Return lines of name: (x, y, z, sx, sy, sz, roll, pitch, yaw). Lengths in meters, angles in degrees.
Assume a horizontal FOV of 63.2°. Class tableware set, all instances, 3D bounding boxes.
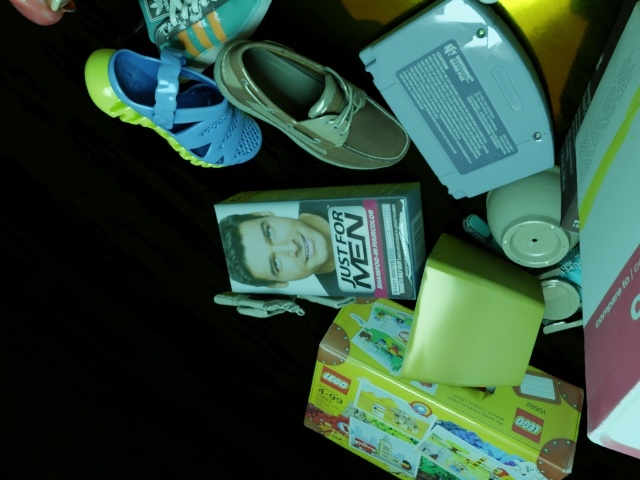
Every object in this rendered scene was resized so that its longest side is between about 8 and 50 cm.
tableware set: (0.381, 0.120, 0.971, 0.194, 0.039, 0.128, -24, 107, 33)

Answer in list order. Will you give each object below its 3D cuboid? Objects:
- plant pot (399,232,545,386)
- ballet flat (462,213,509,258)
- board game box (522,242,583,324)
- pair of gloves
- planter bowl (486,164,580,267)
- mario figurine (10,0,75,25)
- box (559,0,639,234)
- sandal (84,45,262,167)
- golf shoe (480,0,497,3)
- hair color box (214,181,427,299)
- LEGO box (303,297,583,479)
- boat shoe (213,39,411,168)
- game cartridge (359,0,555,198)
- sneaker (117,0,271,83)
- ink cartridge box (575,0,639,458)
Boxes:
plant pot: (0.264, 0.128, 0.885, 0.187, 0.212, 0.212, 15, 107, 17)
ballet flat: (0.299, -0.007, 0.932, 0.114, 0.041, 0.041, 37, 135, -11)
board game box: (0.449, 0.079, 0.947, 0.126, 0.026, 0.186, 39, 135, -13)
pair of gloves: (-0.070, 0.111, 1.078, 0.204, 0.240, 0.042, 10, 102, 48)
planter bowl: (0.346, -0.026, 0.834, 0.162, 0.109, 0.162, 12, 135, 13)
mario figurine: (-0.342, -0.442, 0.753, 0.320, 0.198, 0.170, -31, 143, 31)
box: (0.404, -0.190, 0.593, 0.143, 0.191, 0.382, 15, 135, 11)
sandal: (-0.194, -0.204, 0.819, 0.138, 0.126, 0.317, -6, 167, 33)
golf shoe: (0.238, -0.345, 0.592, 0.069, 0.086, 0.176, 31, 134, -11)
hair color box: (0.000, 0.000, 0.976, 0.374, 0.113, 0.186, 0, 109, 25)
LEGO box: (0.238, 0.373, 1.151, 0.500, 0.193, 0.373, 24, 137, 15)
boat shoe: (0.001, -0.192, 0.767, 0.324, 0.123, 0.116, 19, 180, -21)
game cartridge: (0.216, -0.204, 0.766, 0.196, 0.060, 0.294, -18, 122, 40)
sneaker: (-0.187, -0.331, 0.756, 0.302, 0.121, 0.108, -25, 73, 40)
ink cartridge box: (0.353, -0.017, 0.368, 0.279, 0.385, 0.160, 15, 133, 11)
